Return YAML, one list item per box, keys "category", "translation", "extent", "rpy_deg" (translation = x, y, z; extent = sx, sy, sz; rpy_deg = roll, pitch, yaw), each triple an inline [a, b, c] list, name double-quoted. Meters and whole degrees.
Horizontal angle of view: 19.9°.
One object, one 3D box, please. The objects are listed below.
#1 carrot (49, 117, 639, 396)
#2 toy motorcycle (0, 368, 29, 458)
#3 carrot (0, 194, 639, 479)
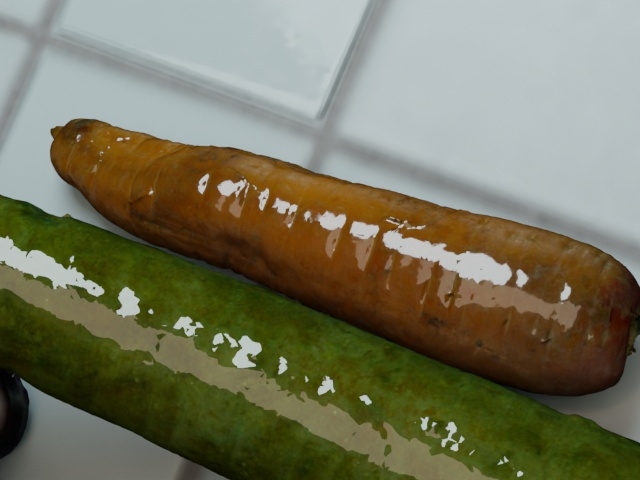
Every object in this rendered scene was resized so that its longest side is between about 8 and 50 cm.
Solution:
- category: "carrot"
  translation: [0.000, 0.000, 0.660]
  extent: [0.248, 0.059, 0.059]
  rpy_deg: [18, 84, 19]
- category: "toy motorcycle"
  translation: [-0.206, 0.068, 0.678]
  extent: [0.171, 0.089, 0.298]
  rpy_deg: [-26, 75, 9]
- category: "carrot"
  translation: [-0.034, 0.047, 0.618]
  extent: [0.358, 0.074, 0.074]
  rpy_deg: [23, 85, 5]
